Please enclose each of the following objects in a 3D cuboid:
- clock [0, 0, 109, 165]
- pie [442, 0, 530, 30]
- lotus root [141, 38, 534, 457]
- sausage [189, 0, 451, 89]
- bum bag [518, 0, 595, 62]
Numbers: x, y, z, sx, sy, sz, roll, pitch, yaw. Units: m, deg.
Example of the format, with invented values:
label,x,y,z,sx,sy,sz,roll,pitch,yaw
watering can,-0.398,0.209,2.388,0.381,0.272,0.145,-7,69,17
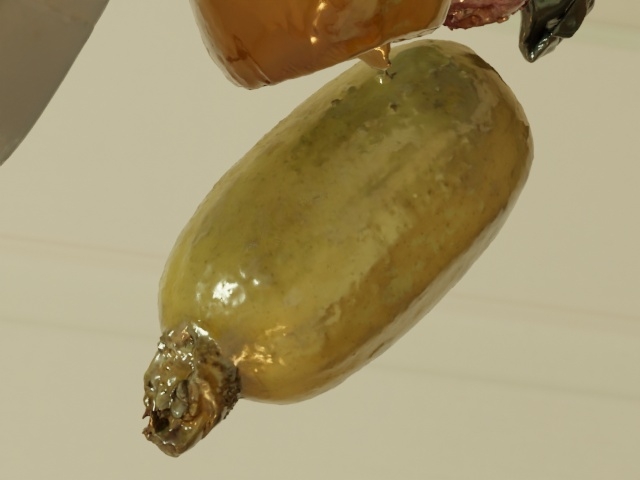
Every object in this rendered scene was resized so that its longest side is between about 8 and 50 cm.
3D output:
label,x,y,z,sx,sy,sz,roll,pitch,yaw
clock,-0.196,-0.129,0.491,0.254,0.189,0.189,33,126,35
pie,0.113,-0.216,1.139,0.054,0.204,0.219,53,-178,-31
lotus root,0.000,0.000,1.146,0.169,0.342,0.151,20,146,51
sausage,-0.027,-0.219,0.641,0.112,0.112,0.328,-130,27,-83
bum bag,0.183,-0.223,1.321,0.049,0.087,0.198,33,143,35
